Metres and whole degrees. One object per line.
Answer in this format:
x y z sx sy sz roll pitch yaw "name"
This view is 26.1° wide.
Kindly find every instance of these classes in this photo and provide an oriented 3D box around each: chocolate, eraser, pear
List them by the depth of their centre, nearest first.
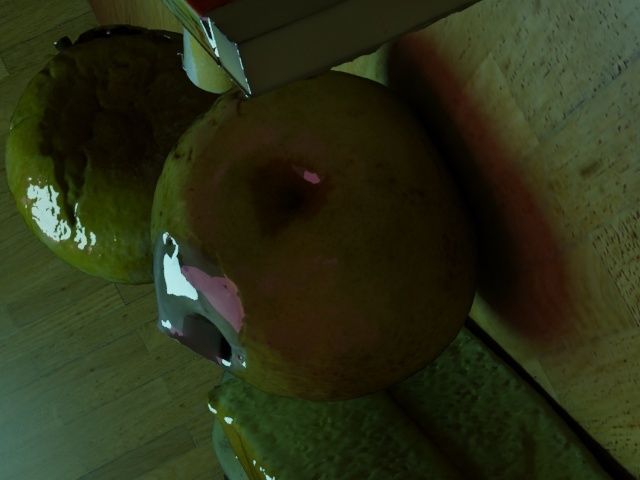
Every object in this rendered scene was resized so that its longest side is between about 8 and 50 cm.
-0.014 -0.168 0.837 0.230 0.157 0.038 51 162 56 "eraser"
0.000 0.000 1.068 0.271 0.271 0.271 61 171 17 "pear"
-0.113 -0.241 1.506 0.086 0.085 0.219 61 167 16 "chocolate"

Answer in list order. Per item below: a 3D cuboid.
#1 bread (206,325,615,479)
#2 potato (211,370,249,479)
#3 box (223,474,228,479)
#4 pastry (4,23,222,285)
0.080 0.170 1.082 0.245 0.233 0.361 64 167 3 "bread"
0.020 0.205 1.446 0.326 0.243 0.221 50 122 44 "potato"
0.043 0.360 1.621 0.359 0.091 0.350 33 -168 -13 "box"
-0.224 -0.110 1.737 0.356 0.356 0.164 60 161 18 "pastry"
